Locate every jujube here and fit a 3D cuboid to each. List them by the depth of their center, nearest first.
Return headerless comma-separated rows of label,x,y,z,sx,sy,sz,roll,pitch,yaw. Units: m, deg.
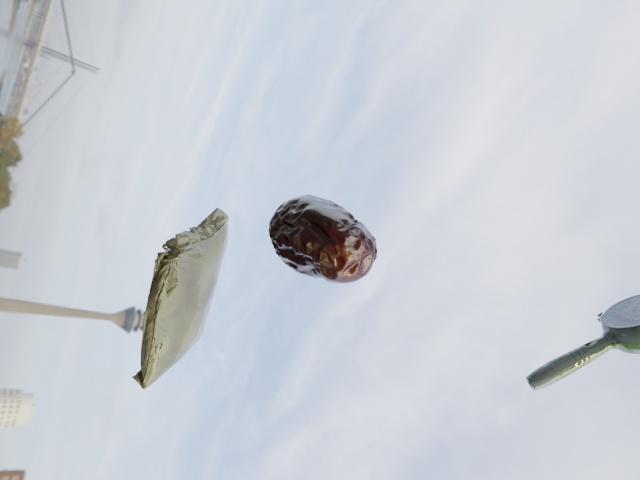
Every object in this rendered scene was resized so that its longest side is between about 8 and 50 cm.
jujube,0.000,0.000,0.415,0.129,0.077,0.077,31,-77,61

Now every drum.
drum,0.443,0.156,0.739,0.253,0.130,0.049,-28,-87,17

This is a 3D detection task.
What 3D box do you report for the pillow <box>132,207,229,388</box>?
pillow,-0.162,0.068,0.550,0.053,0.119,0.208,27,-64,12
